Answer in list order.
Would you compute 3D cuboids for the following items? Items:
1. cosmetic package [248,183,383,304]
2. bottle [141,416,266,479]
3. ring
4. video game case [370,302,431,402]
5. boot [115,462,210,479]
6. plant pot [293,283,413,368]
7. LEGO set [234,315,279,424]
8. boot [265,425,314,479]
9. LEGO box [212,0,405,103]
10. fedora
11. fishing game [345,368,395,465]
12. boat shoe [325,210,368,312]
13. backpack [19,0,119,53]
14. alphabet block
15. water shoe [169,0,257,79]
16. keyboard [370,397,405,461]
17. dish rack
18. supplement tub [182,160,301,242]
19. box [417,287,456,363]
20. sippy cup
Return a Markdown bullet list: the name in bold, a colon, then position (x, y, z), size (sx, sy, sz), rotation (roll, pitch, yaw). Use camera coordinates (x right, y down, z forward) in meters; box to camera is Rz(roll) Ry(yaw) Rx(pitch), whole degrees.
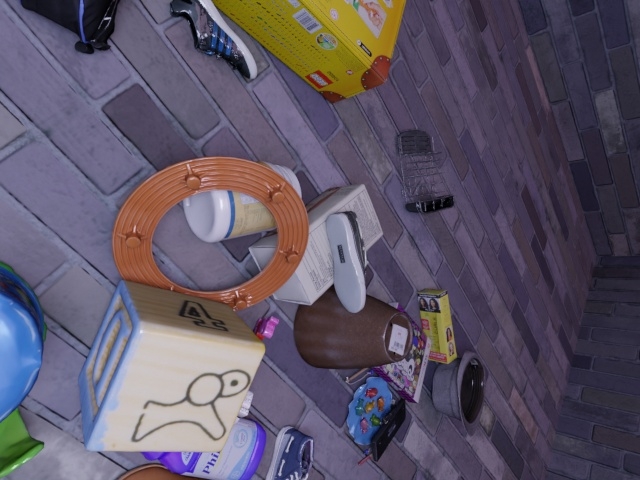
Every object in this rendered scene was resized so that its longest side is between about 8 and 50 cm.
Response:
- **cosmetic package**: position (0.000, 0.000, 0.965), size (0.296, 0.129, 0.153), rotation (-39, 115, -38)
- **bottle**: position (-0.232, 0.362, 0.754), size (0.283, 0.092, 0.118), rotation (37, 64, -36)
- **ring**: position (-0.178, 0.013, 0.721), size (0.337, 0.032, 0.336), rotation (-12, 127, -16)
- **video game case**: position (0.245, 0.334, 1.224), size (0.232, 0.042, 0.210), rotation (48, 50, -31)
- **boot**: position (-0.241, 0.442, 0.700), size (0.197, 0.153, 0.072), rotation (21, 74, -41)
- **plant pot**: position (0.092, 0.213, 0.972), size (0.216, 0.231, 0.215), rotation (2, 87, -44)
- **LEGO set**: position (-0.148, 0.221, 0.796), size (0.087, 0.093, 0.227), rotation (34, 42, -21)
- **boot**: position (-0.068, 0.518, 0.906), size (0.069, 0.086, 0.189), rotation (17, 76, -42)
- **LEGO box**: position (-0.033, -0.619, 0.917), size (0.500, 0.193, 0.372), rotation (28, 70, -39)
- **fedora**: position (0.451, 0.491, 1.368), size (0.275, 0.125, 0.243), rotation (-50, 123, -42)
- **fishing game**: position (0.148, 0.474, 1.143), size (0.189, 0.041, 0.263), rotation (-12, 98, -42)
- **boat shoe**: position (0.072, 0.044, 0.889), size (0.070, 0.078, 0.219), rotation (-15, 99, -42)
- **backpack**: position (-0.341, -0.470, 0.598), size (0.213, 0.277, 0.263), rotation (35, 61, -22)
- **alphabet block**: position (-0.237, 0.195, 0.649), size (0.197, 0.193, 0.192), rotation (23, 93, -36)
- **water shoe**: position (-0.216, -0.401, 0.835), size (0.080, 0.073, 0.203), rotation (-46, 116, -10)
- **keyboard**: position (0.192, 0.518, 1.158), size (0.180, 0.023, 0.108), rotation (-33, 126, -46)
- **dish rack**: position (0.336, -0.226, 1.329), size (0.208, 0.074, 0.271), rotation (-14, 97, -44)
- **supplement tub**: position (-0.152, -0.082, 0.815), size (0.200, 0.145, 0.144), rotation (-15, 98, -43)
- **box**: position (0.378, 0.275, 1.338), size (0.058, 0.087, 0.232), rotation (-17, 101, -40)
- **sippy cup**: position (-0.440, 0.128, 0.480), size (0.306, 0.224, 0.239), rotation (37, 64, -36)
